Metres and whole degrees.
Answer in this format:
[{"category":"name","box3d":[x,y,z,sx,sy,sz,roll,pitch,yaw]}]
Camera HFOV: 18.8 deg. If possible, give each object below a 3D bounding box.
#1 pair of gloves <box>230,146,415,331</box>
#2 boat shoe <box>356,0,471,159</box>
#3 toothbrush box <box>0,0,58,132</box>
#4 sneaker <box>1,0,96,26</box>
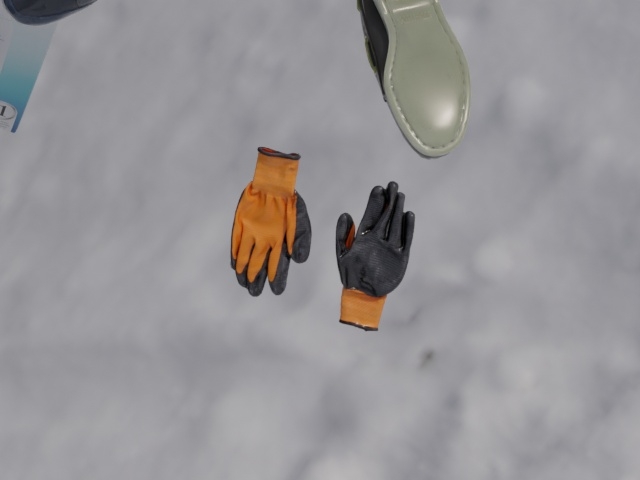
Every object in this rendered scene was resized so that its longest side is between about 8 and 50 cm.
[{"category":"pair of gloves","box3d":[0.000,0.000,0.886,0.010,0.083,0.074,-56,-19,-68]},{"category":"boat shoe","box3d":[0.085,-0.173,1.796,0.068,0.081,0.227,109,151,-67]},{"category":"toothbrush box","box3d":[-0.339,-0.251,1.789,0.295,0.216,0.126,127,159,-56]},{"category":"sneaker","box3d":[-0.162,-0.228,1.470,0.226,0.086,0.163,-36,18,12]}]
